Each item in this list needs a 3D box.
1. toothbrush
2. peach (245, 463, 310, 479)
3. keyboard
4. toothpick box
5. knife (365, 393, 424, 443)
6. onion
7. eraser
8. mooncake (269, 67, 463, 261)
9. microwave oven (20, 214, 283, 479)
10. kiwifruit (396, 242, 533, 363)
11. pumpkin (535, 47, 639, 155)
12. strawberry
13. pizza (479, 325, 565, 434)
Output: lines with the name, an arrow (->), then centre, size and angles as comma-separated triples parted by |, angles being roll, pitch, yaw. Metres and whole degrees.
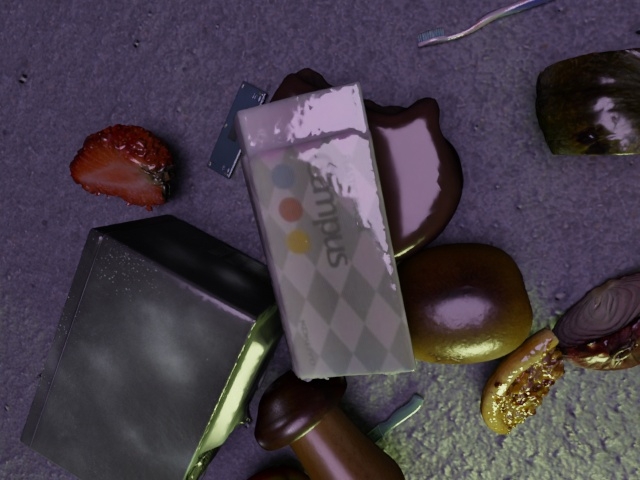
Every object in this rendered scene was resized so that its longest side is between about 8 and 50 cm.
toothbrush -> 0.288, -0.360, 0.740 | 0.269, 0.021, 0.027 | -13, 101, 14
peach -> -0.092, 0.559, 0.889 | 0.196, 0.190, 0.226 | 28, 99, -8
keyboard -> -0.159, -0.207, 0.874 | 0.055, 0.014, 0.176 | 29, 104, 8
toothpick box -> 0.016, 0.365, 0.828 | 0.192, 0.192, 0.294 | -38, 89, 16
knife -> 0.120, 0.365, 0.896 | 0.028, 0.015, 0.210 | 44, 107, -1
onion -> 0.475, 0.143, 0.717 | 0.098, 0.151, 0.206 | 44, 122, -11
eraser -> 0.000, 0.000, 0.661 | 0.213, 0.082, 0.396 | -10, 101, 18
mooncake -> 0.050, -0.120, 0.751 | 0.326, 0.174, 0.333 | -16, 96, 21
microwave oven -> -0.280, 0.221, 0.854 | 0.374, 0.236, 0.432 | 28, 104, 8
kiwifruit -> 0.209, 0.102, 0.745 | 0.234, 0.196, 0.196 | -13, 95, 12
pumpkin -> 0.464, -0.184, 0.622 | 0.317, 0.222, 0.139 | 3, 100, 14
strawberry -> -0.368, -0.157, 0.894 | 0.236, 0.106, 0.175 | 21, 140, 11
pizza -> 0.328, 0.241, 0.760 | 0.127, 0.058, 0.246 | 3, 125, -28
